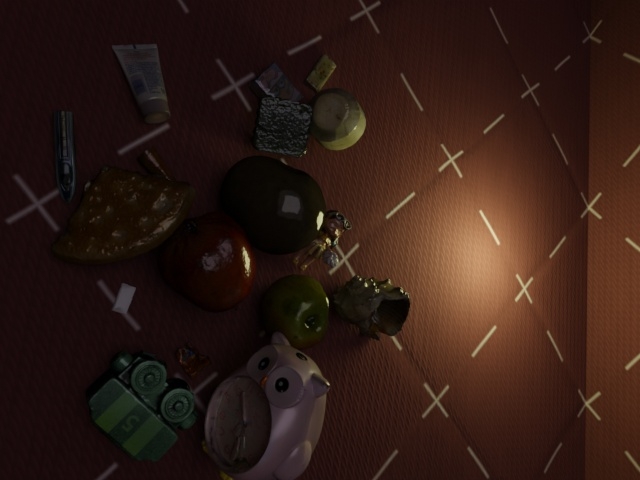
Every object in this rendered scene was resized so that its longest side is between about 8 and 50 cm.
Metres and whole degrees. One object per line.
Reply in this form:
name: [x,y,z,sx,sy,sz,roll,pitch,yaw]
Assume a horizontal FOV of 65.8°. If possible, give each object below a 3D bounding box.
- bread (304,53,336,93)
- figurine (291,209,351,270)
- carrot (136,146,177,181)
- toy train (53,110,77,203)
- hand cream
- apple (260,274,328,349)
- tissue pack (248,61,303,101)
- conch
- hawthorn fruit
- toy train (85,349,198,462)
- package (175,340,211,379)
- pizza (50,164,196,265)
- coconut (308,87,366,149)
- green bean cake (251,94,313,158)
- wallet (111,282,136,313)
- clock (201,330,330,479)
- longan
bread: [0.001,-0.618,1.830,0.068,0.028,0.154,39,66,-19]
figurine: [0.001,-0.001,1.714,0.175,0.115,0.240,45,72,-20]
carrot: [-0.462,-0.184,1.498,0.061,0.061,0.210,-46,111,-26]
toy train: [-0.703,-0.228,1.365,0.055,0.048,0.252,-4,87,-28]
hand cream: [-0.529,-0.479,1.485,0.133,0.083,0.248,-13,80,-31]
apple: [-0.065,0.231,1.588,0.246,0.226,0.246,2,87,-30]
tissue pack: [-0.153,-0.516,1.707,0.155,0.065,0.116,47,64,-16]
conch: [0.191,0.221,1.751,0.324,0.263,0.186,58,29,-52]
hawthorn fruit: [-0.311,0.086,1.446,0.287,0.287,0.330,-43,128,-27]
toy train: [-0.487,0.448,1.358,0.238,0.167,0.299,-46,107,-20]
package: [-0.386,0.360,1.497,0.077,0.033,0.111,-45,112,-36]
pizza: [-0.549,-0.074,1.369,0.408,0.114,0.278,-33,75,-16]
coconut: [0.055,-0.423,1.743,0.202,0.222,0.202,0,88,13]
green bean cake: [-0.128,-0.378,1.647,0.184,0.094,0.184,8,103,-13]
wallet: [-0.566,0.167,1.424,0.044,0.011,0.083,25,73,-26]
clock: [-0.135,0.491,1.438,0.250,0.368,0.377,23,101,-50]
longan: [-0.147,-0.115,1.548,0.350,0.288,0.288,39,64,11]
